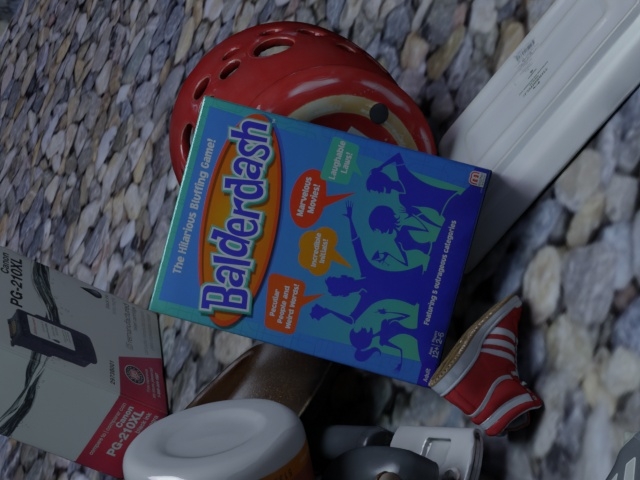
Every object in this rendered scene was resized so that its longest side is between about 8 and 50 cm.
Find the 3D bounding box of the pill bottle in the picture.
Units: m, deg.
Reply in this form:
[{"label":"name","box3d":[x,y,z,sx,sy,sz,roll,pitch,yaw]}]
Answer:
[{"label":"pill bottle","box3d":[-0.050,0.223,1.149,0.121,0.121,0.216,-148,43,-67]}]

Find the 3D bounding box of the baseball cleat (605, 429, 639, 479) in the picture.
[{"label":"baseball cleat","box3d":[0.175,0.165,0.934,0.206,0.072,0.109,-51,40,40]}]

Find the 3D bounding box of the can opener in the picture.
[{"label":"can opener","box3d":[0.014,0.156,1.222,0.283,0.095,0.076,-8,59,61]}]

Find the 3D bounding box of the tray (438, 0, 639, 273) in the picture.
[{"label":"tray","box3d":[0.164,-0.113,1.260,0.270,0.030,0.145,-51,26,30]}]

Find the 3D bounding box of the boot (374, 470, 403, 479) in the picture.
[{"label":"boot","box3d":[0.078,0.199,1.056,0.087,0.042,0.118,0,108,43]}]

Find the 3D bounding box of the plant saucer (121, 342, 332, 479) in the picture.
[{"label":"plant saucer","box3d":[-0.110,0.185,1.362,0.310,0.050,0.310,-48,5,6]}]

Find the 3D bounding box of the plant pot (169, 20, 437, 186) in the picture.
[{"label":"plant pot","box3d":[-0.012,-0.067,1.368,0.191,0.191,0.174,-62,19,6]}]

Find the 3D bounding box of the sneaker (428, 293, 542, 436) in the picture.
[{"label":"sneaker","box3d":[0.120,0.085,1.153,0.042,0.067,0.118,-47,-1,39]}]

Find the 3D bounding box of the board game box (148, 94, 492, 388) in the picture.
[{"label":"board game box","box3d":[0.000,0.000,1.241,0.047,0.210,0.160,-8,-67,-82]}]

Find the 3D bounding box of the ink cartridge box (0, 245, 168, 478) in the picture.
[{"label":"ink cartridge box","box3d":[-0.279,0.109,1.709,0.100,0.237,0.172,-54,26,23]}]
